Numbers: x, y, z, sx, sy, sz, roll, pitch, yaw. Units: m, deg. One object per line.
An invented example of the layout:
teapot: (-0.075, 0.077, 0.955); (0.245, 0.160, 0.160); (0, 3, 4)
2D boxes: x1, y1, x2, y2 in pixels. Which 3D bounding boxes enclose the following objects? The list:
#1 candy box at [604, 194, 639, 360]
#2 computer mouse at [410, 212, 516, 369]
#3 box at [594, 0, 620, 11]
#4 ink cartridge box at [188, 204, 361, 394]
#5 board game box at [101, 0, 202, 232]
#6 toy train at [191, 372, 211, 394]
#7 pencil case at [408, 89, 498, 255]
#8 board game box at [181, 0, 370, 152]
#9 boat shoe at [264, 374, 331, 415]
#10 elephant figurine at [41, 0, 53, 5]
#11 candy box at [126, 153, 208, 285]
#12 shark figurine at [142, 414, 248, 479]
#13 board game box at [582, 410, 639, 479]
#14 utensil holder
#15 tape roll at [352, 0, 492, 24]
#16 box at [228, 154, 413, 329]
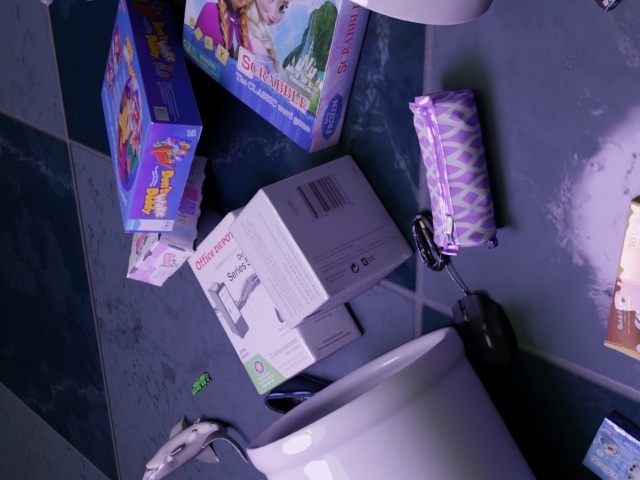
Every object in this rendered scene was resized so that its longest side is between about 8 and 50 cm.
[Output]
candy box: (0.380, 0.049, 0.939); (0.109, 0.053, 0.187); (26, 125, 39)
computer mouse: (0.186, 0.071, 1.181); (0.242, 0.041, 0.071); (59, 142, 10)
box: (0.299, -0.287, 0.885); (0.067, 0.018, 0.083); (55, 140, 14)
ink cartridge box: (-0.084, 0.090, 1.438); (0.273, 0.114, 0.198); (60, 141, 8)
board game box: (-0.288, -0.217, 1.428); (0.233, 0.078, 0.347); (116, 146, -42)
toy train: (-0.252, 0.300, 1.818); (0.083, 0.017, 0.024); (-46, 63, 49)
pencil case: (0.164, -0.087, 1.088); (0.086, 0.088, 0.206); (1, 108, 46)
board game box: (-0.070, -0.341, 1.242); (0.318, 0.066, 0.318); (39, 134, 30)
boat shoe: (0.008, 0.299, 1.462); (0.258, 0.089, 0.109); (-1, 108, 49)
elephant figurine: (-0.362, -0.477, 1.453); (0.239, 0.169, 0.186); (27, 158, 19)
candy box: (-0.273, -0.040, 1.544); (0.165, 0.070, 0.196); (-38, 41, 50)
shark figurine: (-0.245, 0.440, 1.844); (0.278, 0.166, 0.116); (-30, 111, 34)
board game box: (0.381, 0.273, 1.078); (0.090, 0.020, 0.090); (36, 134, 31)
utensil holder: (0.137, 0.361, 1.168); (0.327, 0.327, 0.385); (-34, 86, 51)
tape roll: (0.099, -0.361, 0.897); (0.246, 0.246, 0.169); (45, 138, 24)
box: (0.000, 0.000, 1.244); (0.182, 0.181, 0.119); (58, 141, 9)
